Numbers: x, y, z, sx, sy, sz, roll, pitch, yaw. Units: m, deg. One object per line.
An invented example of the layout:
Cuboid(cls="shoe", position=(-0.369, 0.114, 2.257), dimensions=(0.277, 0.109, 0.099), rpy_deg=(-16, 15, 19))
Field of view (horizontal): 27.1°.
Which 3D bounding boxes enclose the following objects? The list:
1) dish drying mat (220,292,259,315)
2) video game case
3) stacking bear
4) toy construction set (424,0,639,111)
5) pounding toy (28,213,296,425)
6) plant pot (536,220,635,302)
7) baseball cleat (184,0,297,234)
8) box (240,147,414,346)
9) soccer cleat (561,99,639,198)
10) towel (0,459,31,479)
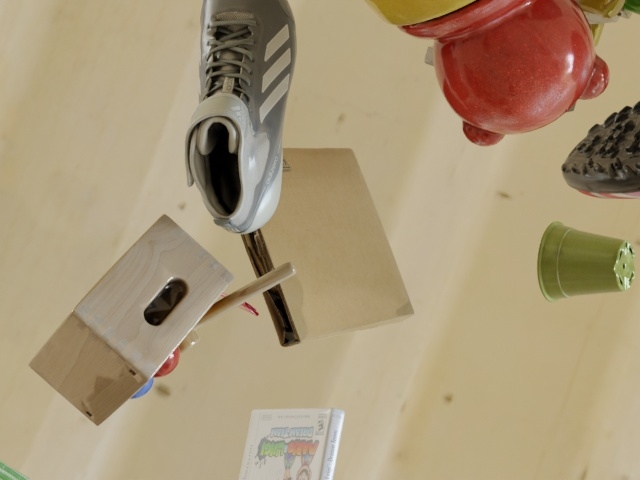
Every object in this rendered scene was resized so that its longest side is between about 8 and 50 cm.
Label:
Cuboid(cls="dish drying mat", position=(-0.111, 0.081, 1.756), dimensions=(0.032, 0.008, 0.083), rpy_deg=(39, -11, -31))
Cuboid(cls="video game case", position=(-0.035, 0.227, 1.233), dimensions=(0.019, 0.143, 0.157), rpy_deg=(19, -16, -27))
Cuboid(cls="stacking bear", position=(0.084, -0.200, 0.864), dimensions=(0.175, 0.164, 0.289), rpy_deg=(-28, -69, 10))
Cuboid(cls="toy construction set", position=(0.228, -0.191, 1.052), dimensions=(0.308, 0.257, 0.237), rpy_deg=(17, -76, 9))
Cuboid(cls="pounding toy", position=(-0.115, 0.055, 0.966), dimensions=(0.100, 0.141, 0.130), rpy_deg=(43, -37, -4))
Cuboid(cls="plant pot", position=(0.271, 0.023, 1.335), dimensions=(0.079, 0.083, 0.083), rpy_deg=(2, -41, 35))
Cuboid(cls="baseball cleat", position=(-0.056, -0.109, 0.932), dimensions=(0.072, 0.206, 0.109), rpy_deg=(-5, -6, 10))
Cuboid(cls="box", position=(0.000, 0.000, 1.104), dimensions=(0.021, 0.201, 0.164), rpy_deg=(-25, -99, 28))
Cuboid(cls="soccer cleat", position=(0.332, -0.055, 1.062), dimensions=(0.318, 0.109, 0.116), rpy_deg=(-5, -48, 51))
Cuboid(cls="towel", position=(-0.314, 0.188, 0.753), dimensions=(0.324, 0.248, 0.038), rpy_deg=(24, -45, -9))
